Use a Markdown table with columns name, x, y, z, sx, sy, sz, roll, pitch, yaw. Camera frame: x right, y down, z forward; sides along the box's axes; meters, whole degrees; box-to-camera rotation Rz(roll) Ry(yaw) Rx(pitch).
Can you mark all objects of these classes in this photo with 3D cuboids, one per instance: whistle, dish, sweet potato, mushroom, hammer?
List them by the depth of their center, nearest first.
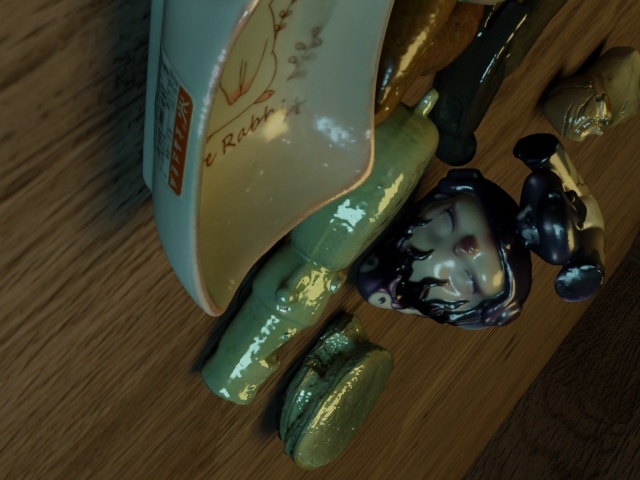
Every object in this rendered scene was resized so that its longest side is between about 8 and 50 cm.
| name | x | y | z | sx | sy | sz | roll | pitch | yaw |
| --- | --- | --- | --- | --- | --- | --- | --- | --- | --- |
| dish | -0.028 | -0.082 | 0.581 | 0.151 | 0.077 | 0.212 | -42 | 158 | -36 |
| sweet potato | 0.088 | -0.193 | 0.726 | 0.274 | 0.067 | 0.067 | -59 | 164 | -14 |
| sweet potato | 0.057 | -0.127 | 0.780 | 0.218 | 0.051 | 0.065 | -43 | 154 | -42 |
| whistle | 0.000 | 0.000 | 0.830 | 0.258 | 0.067 | 0.126 | -57 | 176 | 12 |
| hammer | 0.232 | -0.256 | 1.054 | 0.440 | 0.044 | 0.168 | -50 | 163 | -24 |
| mushroom | 0.318 | -0.162 | 1.398 | 0.092 | 0.081 | 0.223 | -47 | 170 | 35 |

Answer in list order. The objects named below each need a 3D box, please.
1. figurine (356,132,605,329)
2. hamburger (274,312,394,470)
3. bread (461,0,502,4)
| name | x | y | z | sx | sy | sz | roll | pitch | yaw |
| --- | --- | --- | --- | --- | --- | --- | --- | --- | --- |
| figurine | 0.136 | 0.003 | 1.046 | 0.222 | 0.145 | 0.145 | -20 | -176 | 32 |
| hamburger | 0.009 | 0.140 | 1.102 | 0.140 | 0.062 | 0.133 | -51 | 158 | -14 |
| bread | 0.109 | -0.235 | 0.648 | 0.228 | 0.033 | 0.228 | -30 | 133 | -38 |
